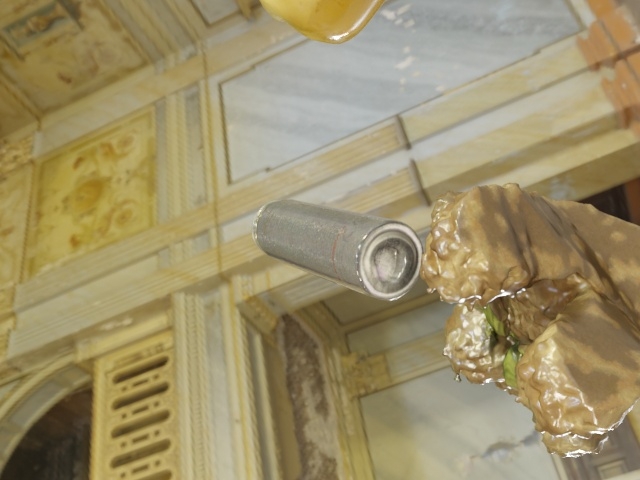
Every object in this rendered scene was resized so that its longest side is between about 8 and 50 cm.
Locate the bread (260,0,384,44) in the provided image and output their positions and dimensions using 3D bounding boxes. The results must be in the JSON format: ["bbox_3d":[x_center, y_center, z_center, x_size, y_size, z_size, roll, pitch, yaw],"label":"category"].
[{"bbox_3d":[0.028,-0.278,0.790,0.134,0.173,0.085,6,-141,-53],"label":"bread"}]

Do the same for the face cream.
[{"bbox_3d":[0.000,0.000,0.807,0.283,0.073,0.073,16,137,62],"label":"face cream"}]

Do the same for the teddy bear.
[{"bbox_3d":[0.156,0.064,0.635,0.296,0.222,0.246,-15,-112,-47],"label":"teddy bear"}]
